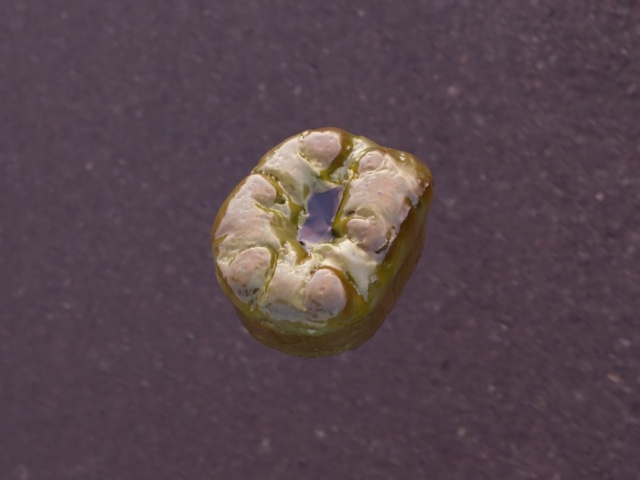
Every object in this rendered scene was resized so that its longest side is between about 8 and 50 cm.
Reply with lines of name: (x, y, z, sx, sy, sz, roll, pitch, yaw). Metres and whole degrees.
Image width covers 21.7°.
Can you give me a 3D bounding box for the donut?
donut: (0.000, 0.000, 1.790, 0.208, 0.128, 0.261, 25, 59, 23)
